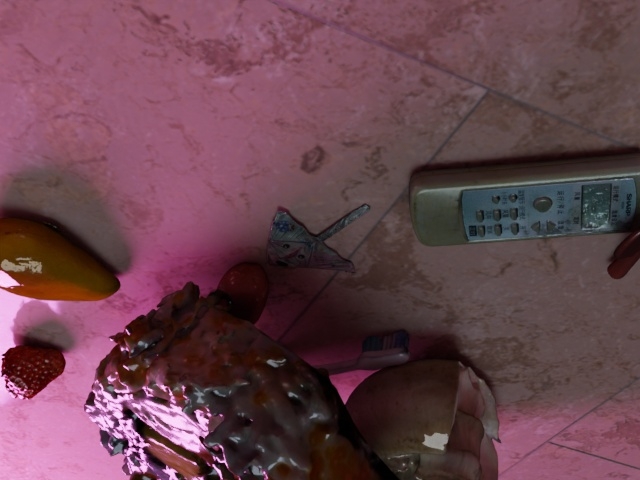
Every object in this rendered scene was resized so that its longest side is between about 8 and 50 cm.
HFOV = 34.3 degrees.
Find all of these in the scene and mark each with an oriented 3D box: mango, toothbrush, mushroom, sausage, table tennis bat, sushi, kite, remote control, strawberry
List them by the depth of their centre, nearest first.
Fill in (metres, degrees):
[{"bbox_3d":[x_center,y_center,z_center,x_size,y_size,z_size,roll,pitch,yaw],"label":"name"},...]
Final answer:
[{"bbox_3d":[0.206,-0.039,1.035,0.233,0.038,0.098,-5,141,10],"label":"remote control"},{"bbox_3d":[0.333,0.001,1.059,0.098,0.019,0.155,-24,161,-19],"label":"table tennis bat"},{"bbox_3d":[0.000,0.001,1.126,0.152,0.005,0.137,-24,136,30],"label":"kite"},{"bbox_3d":[-0.309,0.030,1.150,0.101,0.066,0.187,-29,139,35],"label":"mango"},{"bbox_3d":[-0.090,0.065,1.176,0.059,0.054,0.094,13,140,-11],"label":"sausage"},{"bbox_3d":[-0.095,0.236,1.179,0.417,0.176,0.418,31,153,18],"label":"sushi"},{"bbox_3d":[0.114,0.265,1.297,0.188,0.195,0.254,-5,140,27],"label":"mushroom"},{"bbox_3d":[-0.367,0.166,1.320,0.083,0.073,0.073,-6,142,-8],"label":"strawberry"},{"bbox_3d":[-0.081,0.173,1.321,0.417,0.040,0.042,-14,136,21],"label":"toothbrush"}]
